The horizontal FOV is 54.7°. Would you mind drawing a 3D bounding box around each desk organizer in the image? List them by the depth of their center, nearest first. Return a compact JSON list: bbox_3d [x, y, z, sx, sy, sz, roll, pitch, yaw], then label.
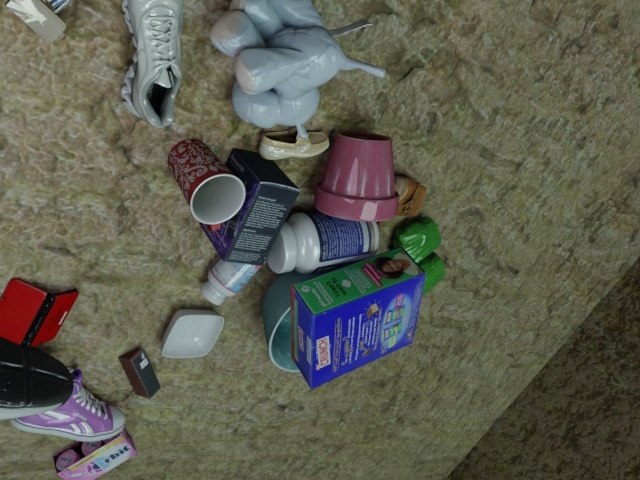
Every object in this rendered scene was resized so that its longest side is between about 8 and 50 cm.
[{"bbox_3d":[-0.454,0.332,1.554,0.047,0.050,0.130,-48,134,-46],"label":"desk organizer"}]

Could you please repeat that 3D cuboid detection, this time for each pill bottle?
[{"bbox_3d":[-0.213,0.077,1.489,0.160,0.087,0.087,-47,138,8],"label":"pill bottle"},{"bbox_3d":[0.000,0.000,1.532,0.264,0.153,0.153,-9,129,-31],"label":"pill bottle"}]

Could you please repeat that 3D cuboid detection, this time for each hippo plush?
[{"bbox_3d":[-0.067,-0.342,1.199,0.294,0.234,0.236,-7,161,-13],"label":"hippo plush"}]

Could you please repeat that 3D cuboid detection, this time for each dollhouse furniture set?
[{"bbox_3d":[-0.380,-0.372,0.914,0.129,0.184,0.129,-44,138,3],"label":"dollhouse furniture set"}]

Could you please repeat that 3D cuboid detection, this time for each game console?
[{"bbox_3d":[-0.607,0.148,1.315,0.144,0.085,0.124,-56,167,17],"label":"game console"}]

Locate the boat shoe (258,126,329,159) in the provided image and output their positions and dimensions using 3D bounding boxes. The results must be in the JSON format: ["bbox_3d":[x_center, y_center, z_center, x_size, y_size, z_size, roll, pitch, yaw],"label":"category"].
[{"bbox_3d":[-0.054,-0.221,1.373,0.170,0.063,0.059,-15,138,-25],"label":"boat shoe"}]

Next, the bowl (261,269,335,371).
[{"bbox_3d":[-0.031,0.181,1.655,0.311,0.163,0.312,-19,134,-21],"label":"bowl"}]

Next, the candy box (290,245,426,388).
[{"bbox_3d":[0.088,0.190,1.539,0.317,0.122,0.268,-19,135,-25],"label":"candy box"}]

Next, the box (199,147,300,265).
[{"bbox_3d":[-0.159,-0.072,1.356,0.108,0.153,0.207,8,118,-40],"label":"box"}]

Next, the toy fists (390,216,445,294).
[{"bbox_3d":[0.281,0.057,1.834,0.142,0.096,0.279,-37,138,-20],"label":"toy fists"}]

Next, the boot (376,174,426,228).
[{"bbox_3d":[0.200,-0.081,1.674,0.152,0.073,0.197,10,121,-46],"label":"boot"}]

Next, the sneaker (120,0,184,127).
[{"bbox_3d":[-0.279,-0.335,1.073,0.110,0.118,0.292,-9,128,-28],"label":"sneaker"}]

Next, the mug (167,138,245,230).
[{"bbox_3d":[-0.244,-0.110,1.247,0.113,0.169,0.150,8,120,-41],"label":"mug"}]

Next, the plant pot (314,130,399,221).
[{"bbox_3d":[0.092,-0.157,1.453,0.201,0.201,0.180,-6,112,-33],"label":"plant pot"}]

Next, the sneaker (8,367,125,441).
[{"bbox_3d":[-0.571,0.388,1.483,0.282,0.102,0.161,22,107,-45],"label":"sneaker"}]

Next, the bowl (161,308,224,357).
[{"bbox_3d":[-0.327,0.227,1.558,0.142,0.053,0.142,9,118,-40],"label":"bowl"}]

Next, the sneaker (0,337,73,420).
[{"bbox_3d":[-0.768,0.341,1.281,0.447,0.169,0.257,10,127,-32],"label":"sneaker"}]

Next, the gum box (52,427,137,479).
[{"bbox_3d":[-0.590,0.565,1.642,0.188,0.062,0.107,-30,137,-12],"label":"gum box"}]
